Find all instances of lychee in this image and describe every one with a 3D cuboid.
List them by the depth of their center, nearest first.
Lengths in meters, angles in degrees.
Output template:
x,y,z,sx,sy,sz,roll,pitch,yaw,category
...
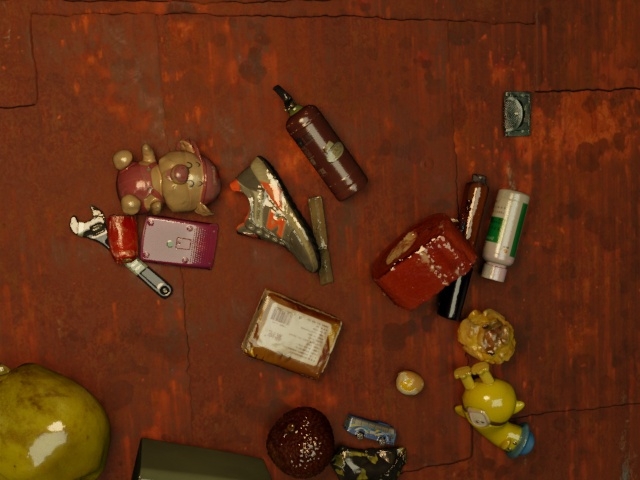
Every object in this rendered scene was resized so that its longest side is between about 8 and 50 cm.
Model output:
x,y,z,sx,sy,sz,roll,pitch,yaw,category
-0.045,0.545,1.699,0.194,0.194,0.195,-1,96,-13,lychee

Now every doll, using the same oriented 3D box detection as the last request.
x,y,z,sx,sy,sz,roll,pitch,yaw,category
-0.375,-0.150,1.568,0.255,0.152,0.196,-8,110,-16,doll
0.505,0.505,1.856,0.199,0.145,0.363,-18,113,29,doll

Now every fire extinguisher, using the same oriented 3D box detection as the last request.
x,y,z,sx,sy,sz,roll,pitch,yaw,category
-0.012,-0.261,1.647,0.102,0.138,0.344,-34,104,14,fire extinguisher

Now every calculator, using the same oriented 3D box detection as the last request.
x,y,z,sx,sy,sz,roll,pitch,yaw,category
-0.366,0.007,1.639,0.190,0.034,0.127,7,96,-18,calculator

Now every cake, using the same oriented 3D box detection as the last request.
x,y,z,sx,sy,sz,roll,pitch,yaw,category
0.278,0.053,1.715,0.283,0.177,0.151,-40,101,15,cake

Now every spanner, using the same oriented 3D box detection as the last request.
x,y,z,sx,sy,sz,roll,pitch,yaw,category
-0.500,0.034,1.623,0.316,0.024,0.087,43,78,-14,spanner

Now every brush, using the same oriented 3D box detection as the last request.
x,y,z,sx,sy,sz,roll,pitch,yaw,category
0.000,0.000,1.731,0.043,0.036,0.248,-11,105,-7,brush

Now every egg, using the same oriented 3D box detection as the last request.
x,y,z,sx,sy,sz,roll,pitch,yaw,category
0.257,0.407,1.809,0.083,0.071,0.071,18,91,-15,egg

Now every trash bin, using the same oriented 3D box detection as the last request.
x,y,z,sx,sy,sz,roll,pitch,yaw,category
-0.308,0.633,1.626,0.343,0.223,0.158,11,93,-15,trash bin

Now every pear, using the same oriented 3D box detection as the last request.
x,y,z,sx,sy,sz,roll,pitch,yaw,category
-0.673,0.441,1.505,0.287,0.287,0.375,-35,88,-8,pear

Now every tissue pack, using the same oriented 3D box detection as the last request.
x,y,z,sx,sy,sz,roll,pitch,yaw,category
-0.077,0.255,1.706,0.226,0.092,0.183,23,90,-15,tissue pack

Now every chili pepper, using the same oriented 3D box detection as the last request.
x,y,z,sx,sy,sz,roll,pitch,yaw,category
-0.494,-0.003,1.579,0.070,0.073,0.123,-6,87,7,chili pepper

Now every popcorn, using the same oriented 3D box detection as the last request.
x,y,z,sx,sy,sz,roll,pitch,yaw,category
0.478,0.273,1.812,0.167,0.152,0.149,25,89,11,popcorn

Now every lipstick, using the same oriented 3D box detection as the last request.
x,y,z,sx,sy,sz,roll,pitch,yaw,category
0.408,0.019,1.803,0.077,0.077,0.419,12,91,-14,lipstick

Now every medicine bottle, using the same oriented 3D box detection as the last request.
x,y,z,sx,sy,sz,roll,pitch,yaw,category
0.525,-0.013,1.817,0.095,0.095,0.260,13,91,-14,medicine bottle

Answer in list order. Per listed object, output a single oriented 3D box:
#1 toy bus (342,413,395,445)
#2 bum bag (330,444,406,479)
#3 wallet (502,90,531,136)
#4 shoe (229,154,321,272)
x,y,z,sx,sy,sz,roll,pitch,yaw,category
0.142,0.541,1.807,0.152,0.051,0.061,18,85,-14,toy bus
0.138,0.640,1.810,0.232,0.060,0.107,5,86,-16,bum bag
0.568,-0.365,1.826,0.088,0.026,0.129,-3,96,-13,wallet
-0.132,-0.040,1.643,0.171,0.132,0.337,-30,93,4,shoe
